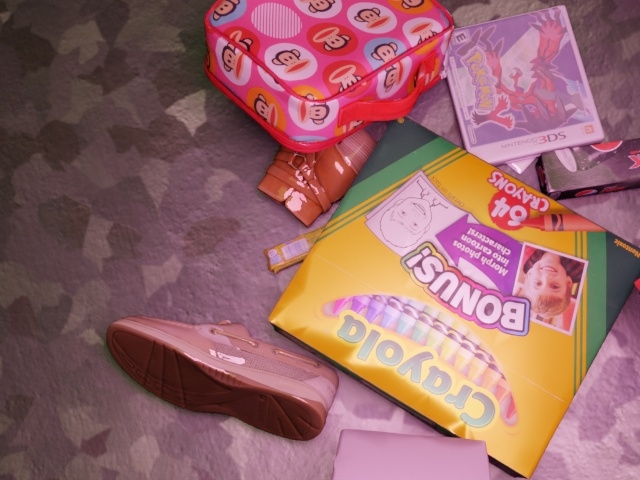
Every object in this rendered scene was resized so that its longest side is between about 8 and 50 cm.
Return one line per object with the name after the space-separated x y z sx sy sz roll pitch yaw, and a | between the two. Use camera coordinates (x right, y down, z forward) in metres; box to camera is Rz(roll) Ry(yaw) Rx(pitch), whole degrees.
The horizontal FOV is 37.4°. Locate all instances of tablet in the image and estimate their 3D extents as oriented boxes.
0.257 -0.135 1.282 0.083 0.006 0.054 42 84 10 | tablet

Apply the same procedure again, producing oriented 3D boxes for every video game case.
0.269 -0.209 1.283 0.183 0.023 0.201 -13 76 0 | video game case

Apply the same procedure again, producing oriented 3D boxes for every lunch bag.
0.025 -0.241 1.198 0.293 0.120 0.258 -32 61 -30 | lunch bag

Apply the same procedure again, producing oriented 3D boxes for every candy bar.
0.000 0.000 1.268 0.161 0.018 0.040 -23 77 0 | candy bar

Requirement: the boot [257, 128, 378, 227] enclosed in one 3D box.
-0.036 -0.127 1.272 0.197 0.073 0.152 41 88 13 | boot

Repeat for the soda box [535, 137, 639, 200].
0.373 -0.095 1.241 0.168 0.053 0.060 -8 78 2 | soda box

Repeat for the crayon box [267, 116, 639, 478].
0.169 0.067 1.184 0.362 0.106 0.313 30 78 8 | crayon box

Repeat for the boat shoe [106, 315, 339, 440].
-0.125 0.158 1.213 0.302 0.109 0.098 18 41 8 | boat shoe

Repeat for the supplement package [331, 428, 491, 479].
0.093 0.384 1.050 0.175 0.177 0.293 4 104 6 | supplement package

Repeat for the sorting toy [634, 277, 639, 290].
0.474 0.113 1.101 0.089 0.257 0.255 -39 76 18 | sorting toy
